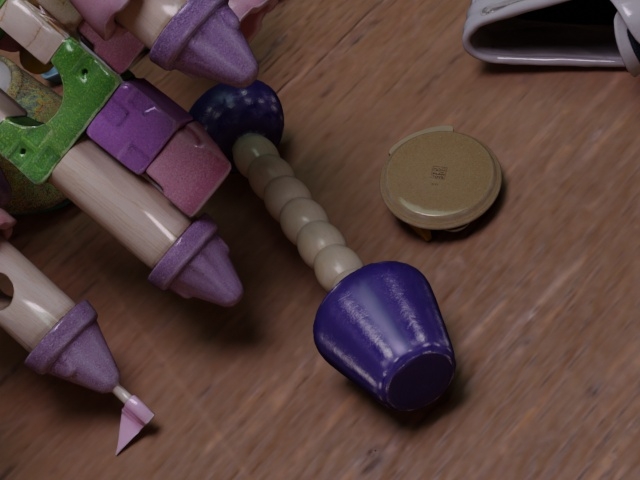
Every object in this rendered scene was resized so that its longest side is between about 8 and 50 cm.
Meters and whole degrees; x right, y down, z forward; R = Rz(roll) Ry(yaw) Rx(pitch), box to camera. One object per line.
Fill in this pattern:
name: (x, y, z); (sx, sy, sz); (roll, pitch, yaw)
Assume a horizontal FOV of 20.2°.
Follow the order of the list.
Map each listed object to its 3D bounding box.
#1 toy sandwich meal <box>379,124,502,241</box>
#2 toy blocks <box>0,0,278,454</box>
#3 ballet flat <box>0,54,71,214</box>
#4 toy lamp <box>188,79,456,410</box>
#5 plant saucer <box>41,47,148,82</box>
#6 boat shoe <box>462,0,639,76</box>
toy sandwich meal: (0.075, -0.036, 1.135); (0.085, 0.029, 0.086); (-4, 54, 6)
toy blocks: (-0.129, -0.062, 1.082); (0.260, 0.309, 0.288); (40, 102, 1)
ballet flat: (-0.305, -0.119, 1.304); (0.348, 0.123, 0.123); (27, 65, 37)
toy lamp: (0.000, 0.000, 1.102); (0.080, 0.080, 0.275); (-30, 45, -4)
plant saucer: (-0.120, -0.170, 1.338); (0.192, 0.018, 0.067); (-20, 47, 5)
boat shoe: (0.211, -0.144, 1.125); (0.267, 0.096, 0.088); (8, 59, 29)
